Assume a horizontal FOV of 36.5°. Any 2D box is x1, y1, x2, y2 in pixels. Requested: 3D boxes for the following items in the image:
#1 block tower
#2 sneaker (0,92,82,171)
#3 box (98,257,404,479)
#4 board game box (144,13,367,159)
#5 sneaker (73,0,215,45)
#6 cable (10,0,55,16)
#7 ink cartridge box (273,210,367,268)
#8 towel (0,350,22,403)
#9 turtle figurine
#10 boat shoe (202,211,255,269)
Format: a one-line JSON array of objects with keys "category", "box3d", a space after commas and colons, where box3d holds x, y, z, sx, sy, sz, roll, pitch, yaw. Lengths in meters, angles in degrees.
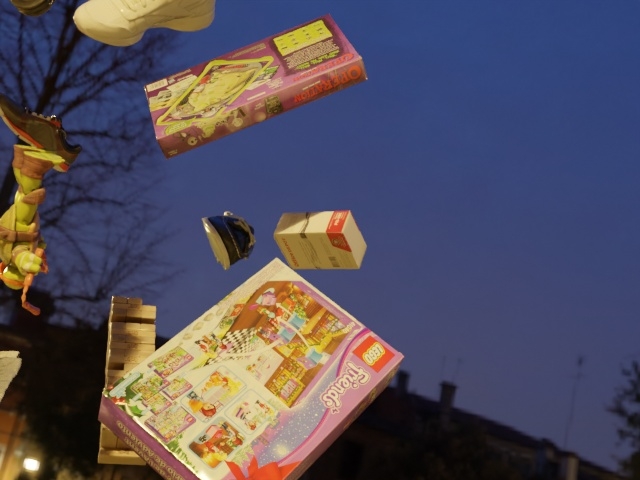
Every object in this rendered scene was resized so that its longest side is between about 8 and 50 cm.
[{"category": "block tower", "box3d": [-0.368, 0.261, 1.862, 0.090, 0.336, 0.097, 5, -45, -13]}, {"category": "sneaker", "box3d": [-0.433, -0.179, 1.501, 0.158, 0.065, 0.061, 46, 6, -26]}, {"category": "box", "box3d": [-0.069, 0.163, 1.078, 0.201, 0.293, 0.057, 37, -43, 17]}, {"category": "board game box", "box3d": [-0.114, -0.260, 1.603, 0.346, 0.208, 0.056, -21, -58, -2]}, {"category": "sneaker", "box3d": [-0.320, -0.456, 1.805, 0.114, 0.305, 0.152, 49, -41, 21]}, {"category": "cable", "box3d": [-0.407, -0.419, 1.297, 0.287, 0.139, 0.072, 54, -10, 14]}, {"category": "ink cartridge box", "box3d": [0.000, 0.000, 1.710, 0.135, 0.056, 0.099, -1, -42, 26]}, {"category": "towel", "box3d": [-0.635, 0.198, 1.487, 0.324, 0.056, 0.312, 10, 12, -11]}, {"category": "turtle figurine", "box3d": [-0.422, -0.023, 1.378, 0.087, 0.217, 0.269, 9, 8, -14]}, {"category": "boat shoe", "box3d": [-0.177, -0.009, 1.935, 0.091, 0.114, 0.302, -22, 8, -6]}]
